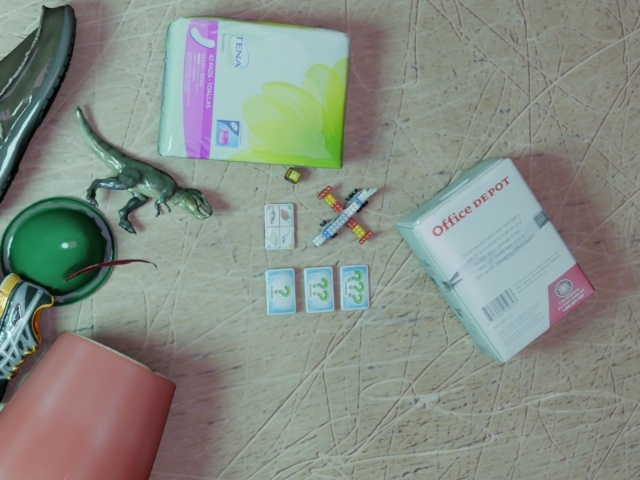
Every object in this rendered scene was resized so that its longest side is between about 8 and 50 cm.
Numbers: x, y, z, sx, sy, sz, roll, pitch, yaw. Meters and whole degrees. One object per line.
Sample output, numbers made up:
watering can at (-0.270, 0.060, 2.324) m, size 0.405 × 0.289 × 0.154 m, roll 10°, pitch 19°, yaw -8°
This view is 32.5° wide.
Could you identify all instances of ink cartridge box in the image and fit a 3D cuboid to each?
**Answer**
ink cartridge box at (0.293, 0.028, 1.846) m, size 0.207 × 0.117 × 0.283 m, roll -36°, pitch 100°, yaw -8°

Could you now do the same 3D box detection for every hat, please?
hat at (-0.387, 0.017, 1.662) m, size 0.209 × 0.183 × 0.173 m, roll -32°, pitch 100°, yaw -9°

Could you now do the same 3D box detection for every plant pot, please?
plant pot at (-0.359, 0.283, 1.657) m, size 0.275 × 0.275 × 0.243 m, roll 28°, pitch 77°, yaw -12°

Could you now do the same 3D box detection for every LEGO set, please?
LEGO set at (0.000, 0.000, 1.813) m, size 0.183 × 0.060 × 0.244 m, roll -2°, pitch 93°, yaw -16°

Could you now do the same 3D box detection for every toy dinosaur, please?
toy dinosaur at (-0.305, -0.087, 1.741) m, size 0.268 × 0.064 × 0.118 m, roll 35°, pitch 78°, yaw -10°

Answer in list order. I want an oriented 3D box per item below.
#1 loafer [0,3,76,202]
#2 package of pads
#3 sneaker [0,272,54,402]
loafer at (-0.483, -0.205, 1.654) m, size 0.130 × 0.134 × 0.365 m, roll 27°, pitch 87°, yaw -13°
package of pads at (-0.104, -0.237, 1.754) m, size 0.297 × 0.101 × 0.229 m, roll 4°, pitch 93°, yaw -13°
sneaker at (-0.475, 0.162, 1.691) m, size 0.083 × 0.084 × 0.214 m, roll 17°, pitch 97°, yaw -6°
